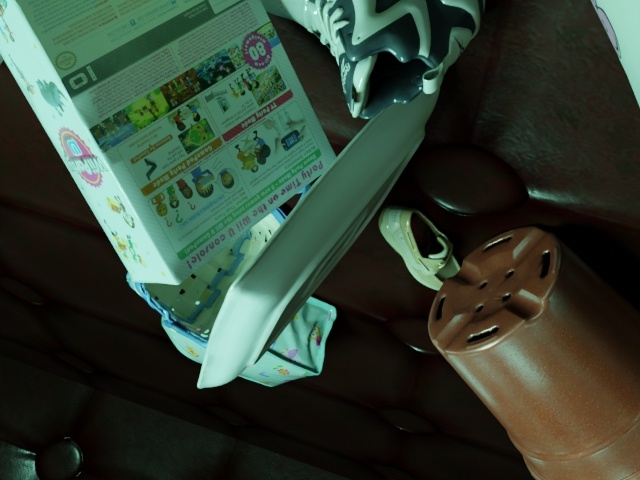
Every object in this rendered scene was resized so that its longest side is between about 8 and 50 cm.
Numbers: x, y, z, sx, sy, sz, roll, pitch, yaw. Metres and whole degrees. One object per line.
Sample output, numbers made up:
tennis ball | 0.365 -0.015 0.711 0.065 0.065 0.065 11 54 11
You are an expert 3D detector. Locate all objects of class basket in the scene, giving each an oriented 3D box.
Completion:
basket | -0.140 0.030 1.190 0.201 0.255 0.288 42 158 -30

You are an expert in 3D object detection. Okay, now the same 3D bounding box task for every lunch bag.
lunch bag | -0.140 0.149 1.520 0.262 0.160 0.223 25 155 -18

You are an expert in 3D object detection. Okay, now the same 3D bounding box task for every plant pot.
plant pot | 0.296 0.140 1.085 0.265 0.272 0.272 43 147 -22

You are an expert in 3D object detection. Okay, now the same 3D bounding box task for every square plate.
square plate | 0.000 0.000 0.928 0.049 0.344 0.347 38 154 5

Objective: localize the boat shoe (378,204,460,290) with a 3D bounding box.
boat shoe | 0.148 0.014 1.155 0.059 0.063 0.170 -2 145 49

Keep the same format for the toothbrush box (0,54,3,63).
toothbrush box | -0.492 -0.263 0.983 0.283 0.122 0.206 -11 139 45

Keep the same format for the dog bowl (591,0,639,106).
dog bowl | 0.246 -0.226 0.308 0.150 0.407 0.408 54 156 12

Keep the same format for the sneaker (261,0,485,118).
sneaker | 0.020 -0.187 0.776 0.234 0.153 0.094 16 152 13

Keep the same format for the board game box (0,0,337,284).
board game box | -0.142 -0.145 0.775 0.097 0.224 0.304 -1 121 52
